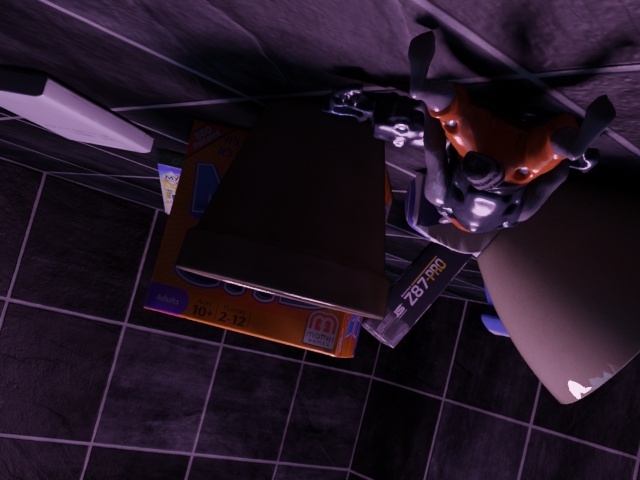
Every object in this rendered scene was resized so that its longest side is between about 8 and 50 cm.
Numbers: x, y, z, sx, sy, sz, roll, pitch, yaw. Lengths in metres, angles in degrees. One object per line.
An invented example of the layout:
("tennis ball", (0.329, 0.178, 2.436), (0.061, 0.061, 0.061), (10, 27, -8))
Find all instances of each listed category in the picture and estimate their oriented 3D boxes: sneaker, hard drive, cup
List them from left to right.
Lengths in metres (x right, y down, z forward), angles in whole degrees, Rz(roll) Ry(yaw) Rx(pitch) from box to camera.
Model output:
("hard drive", (-0.523, -0.259, 1.604), (0.233, 0.047, 0.353), (12, 174, 22))
("sneaker", (0.289, -0.020, 1.496), (0.316, 0.127, 0.182), (14, 172, -15))
("cup", (0.376, 0.041, 1.200), (0.237, 0.331, 0.331), (41, 178, 8))

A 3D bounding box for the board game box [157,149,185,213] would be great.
("board game box", (-0.227, -0.102, 1.954), (0.318, 0.046, 0.213), (14, 149, 4))

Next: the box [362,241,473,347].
("box", (0.229, 0.103, 1.885), (0.097, 0.318, 0.395), (40, 177, 5))

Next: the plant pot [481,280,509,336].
("plant pot", (0.495, 0.118, 1.761), (0.236, 0.212, 0.236), (8, 178, 42))

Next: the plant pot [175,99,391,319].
("plant pot", (-0.029, -0.051, 1.232), (0.323, 0.280, 0.323), (14, 174, 2))

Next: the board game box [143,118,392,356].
("board game box", (-0.078, 0.014, 1.579), (0.357, 0.356, 0.356), (13, 174, 9))

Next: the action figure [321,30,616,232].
("action figure", (0.148, -0.098, 0.923), (0.342, 0.178, 0.330), (11, 164, 11))
